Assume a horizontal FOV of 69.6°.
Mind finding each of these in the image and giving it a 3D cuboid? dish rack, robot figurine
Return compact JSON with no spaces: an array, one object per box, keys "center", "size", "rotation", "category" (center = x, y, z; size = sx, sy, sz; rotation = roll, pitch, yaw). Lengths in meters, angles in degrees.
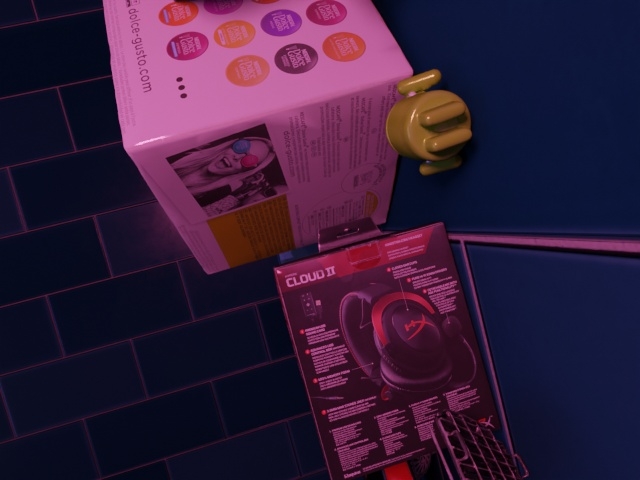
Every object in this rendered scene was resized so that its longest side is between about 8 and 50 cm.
[{"center":[0.171,0.295,0.412],"size":[0.208,0.074,0.271],"rotation":[37,-155,-43],"category":"dish rack"},{"center":[0.105,-0.114,0.464],"size":[0.115,0.067,0.101],"rotation":[-130,18,-74],"category":"robot figurine"}]

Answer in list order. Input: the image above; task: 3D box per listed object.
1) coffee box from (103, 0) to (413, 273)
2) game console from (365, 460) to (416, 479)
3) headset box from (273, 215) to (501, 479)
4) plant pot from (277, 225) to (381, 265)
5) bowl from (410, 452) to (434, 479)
[{"center":[-0.090,-0.200,0.715],"size":[0.338,0.334,0.337],"rotation":[85,167,-62],"category":"coffee box"},{"center":[0.120,0.423,0.907],"size":[0.386,0.060,0.342],"rotation":[86,172,-52],"category":"game console"},{"center":[0.072,0.116,0.591],"size":[0.110,0.218,0.293],"rotation":[156,98,-83],"category":"headset box"},{"center":[0.000,0.000,0.992],"size":[0.290,0.195,0.290],"rotation":[165,90,-83],"category":"plant pot"},{"center":[0.175,0.394,0.912],"size":[0.170,0.080,0.170],"rotation":[164,90,-83],"category":"bowl"}]
